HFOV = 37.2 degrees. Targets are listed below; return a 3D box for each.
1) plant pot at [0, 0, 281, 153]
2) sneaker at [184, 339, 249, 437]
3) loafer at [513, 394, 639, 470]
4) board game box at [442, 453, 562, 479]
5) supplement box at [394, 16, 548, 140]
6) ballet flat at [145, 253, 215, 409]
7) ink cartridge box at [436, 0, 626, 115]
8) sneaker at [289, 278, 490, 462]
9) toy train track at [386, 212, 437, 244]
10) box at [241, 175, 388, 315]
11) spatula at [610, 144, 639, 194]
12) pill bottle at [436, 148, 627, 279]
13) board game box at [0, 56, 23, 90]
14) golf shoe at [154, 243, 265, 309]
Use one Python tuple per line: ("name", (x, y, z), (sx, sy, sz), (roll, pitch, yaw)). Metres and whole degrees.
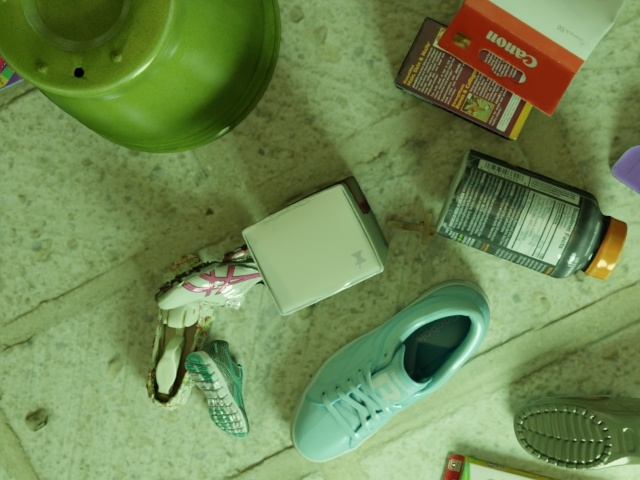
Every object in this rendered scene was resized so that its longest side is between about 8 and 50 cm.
("plant pot", (-0.257, -0.296, 1.247), (0.367, 0.353, 0.366), (1, 96, 6))
("sneaker", (-0.137, 0.221, 1.429), (0.065, 0.076, 0.166), (0, 121, 38))
("loafer", (0.414, 0.273, 1.361), (0.269, 0.092, 0.101), (0, 94, 22))
("board game box", (0.305, 0.408, 1.413), (0.259, 0.039, 0.124), (14, 96, 8))
("supplement box", (0.209, -0.225, 1.338), (0.188, 0.081, 0.104), (26, 97, 3))
("ballet flat", (-0.211, 0.143, 1.422), (0.091, 0.077, 0.241), (8, 96, 6))
("ink cartridge box", (0.295, -0.312, 1.286), (0.189, 0.066, 0.232), (32, 66, 2))
("sneaker", (0.089, 0.191, 1.356), (0.135, 0.150, 0.366), (45, 98, 2))
("toy train track", (0.139, -0.020, 1.400), (0.083, 0.014, 0.048), (9, 103, 11))
("box", (0.000, 0.000, 1.306), (0.149, 0.232, 0.126), (-25, 93, 8))
("spatula", (0.556, -0.051, 1.333), (0.296, 0.084, 0.030), (23, 53, -2))
("pill bottle", (0.295, -0.027, 1.323), (0.246, 0.130, 0.130), (21, 97, 4))
("board game box", (-0.525, -0.285, 1.438), (0.169, 0.033, 0.133), (-22, 92, 8))
("golf shoe", (-0.148, 0.067, 1.381), (0.186, 0.067, 0.086), (-23, 93, -21))
